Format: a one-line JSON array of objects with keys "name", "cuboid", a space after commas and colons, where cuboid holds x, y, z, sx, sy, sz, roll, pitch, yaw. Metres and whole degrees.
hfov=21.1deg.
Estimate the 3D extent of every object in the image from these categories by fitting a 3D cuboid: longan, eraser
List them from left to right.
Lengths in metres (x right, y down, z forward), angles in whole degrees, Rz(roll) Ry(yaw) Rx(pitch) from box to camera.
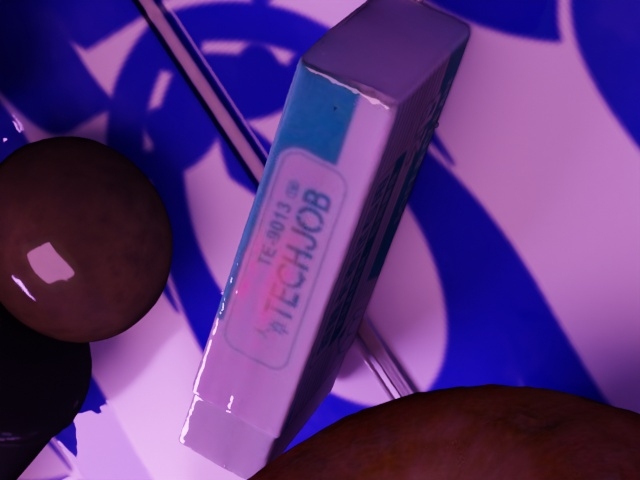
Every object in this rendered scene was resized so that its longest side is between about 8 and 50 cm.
[{"name": "longan", "cuboid": [-0.125, -0.001, 0.869, 0.106, 0.106, 0.119, 58, 170, -8]}, {"name": "eraser", "cuboid": [0.000, 0.000, 0.789, 0.052, 0.095, 0.225, 28, 126, 10]}]

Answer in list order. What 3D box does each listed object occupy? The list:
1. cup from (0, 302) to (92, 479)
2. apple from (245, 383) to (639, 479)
[{"name": "cup", "cuboid": [-0.243, 0.064, 0.907, 0.223, 0.169, 0.176, 37, 128, -25]}, {"name": "apple", "cuboid": [0.070, 0.218, 0.753, 0.301, 0.301, 0.302, 14, 121, 24]}]
